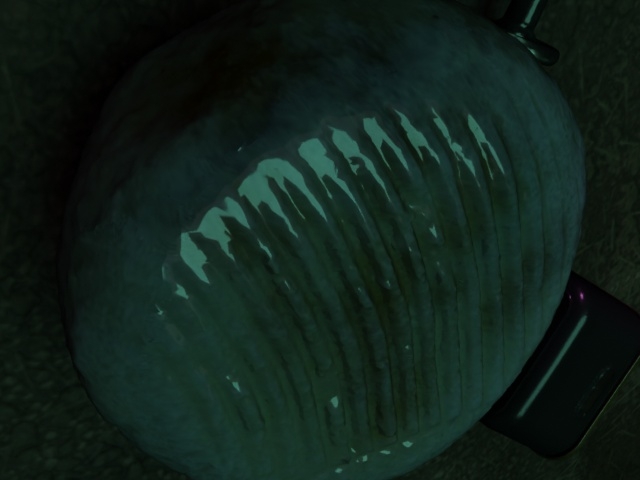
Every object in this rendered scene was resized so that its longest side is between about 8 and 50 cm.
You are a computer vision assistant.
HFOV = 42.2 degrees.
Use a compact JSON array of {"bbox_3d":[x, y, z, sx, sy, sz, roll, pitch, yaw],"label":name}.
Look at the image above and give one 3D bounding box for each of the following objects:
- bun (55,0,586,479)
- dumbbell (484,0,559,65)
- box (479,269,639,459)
[{"bbox_3d":[0.000,0.000,0.556,0.362,0.211,0.361,-17,124,-27],"label":"bun"},{"bbox_3d":[0.172,-0.207,0.634,0.110,0.110,0.254,6,116,-35],"label":"dumbbell"},{"bbox_3d":[0.154,0.073,0.705,0.090,0.201,0.144,27,99,-36],"label":"box"}]
